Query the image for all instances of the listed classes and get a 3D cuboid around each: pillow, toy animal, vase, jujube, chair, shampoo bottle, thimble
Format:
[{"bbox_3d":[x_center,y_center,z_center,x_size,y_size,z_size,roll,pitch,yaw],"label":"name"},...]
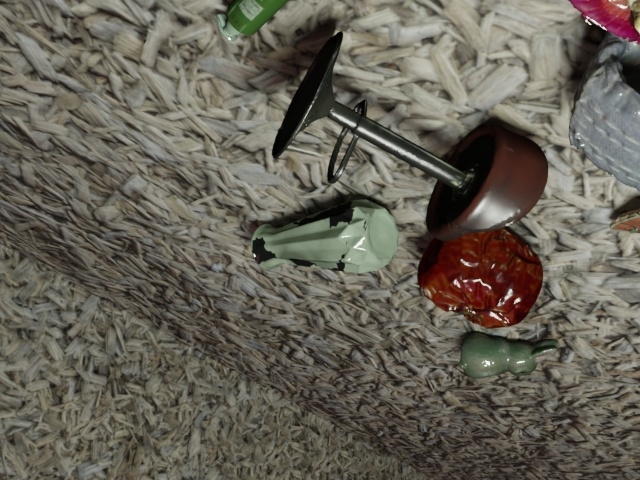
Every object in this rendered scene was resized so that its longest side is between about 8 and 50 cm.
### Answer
[{"bbox_3d":[0.645,-0.013,1.199,0.233,0.043,0.126,16,175,1],"label":"pillow"},{"bbox_3d":[0.499,0.311,1.790,0.251,0.127,0.125,-3,142,27],"label":"toy animal"},{"bbox_3d":[0.000,0.000,1.531,0.360,0.165,0.165,-6,143,44],"label":"vase"},{"bbox_3d":[0.330,0.070,1.408,0.232,0.213,0.213,28,150,-6],"label":"jujube"},{"bbox_3d":[0.146,-0.146,1.115,0.401,0.226,0.226,26,150,-13],"label":"chair"},{"bbox_3d":[-0.095,-0.368,1.039,0.065,0.065,0.204,33,148,-24],"label":"shampoo bottle"},{"bbox_3d":[0.457,-0.172,0.898,0.236,0.205,0.172,12,156,8],"label":"thimble"}]

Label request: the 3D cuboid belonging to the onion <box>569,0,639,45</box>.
[{"bbox_3d":[0.362,-0.327,0.740,0.207,0.201,0.200,47,155,15],"label":"onion"}]
